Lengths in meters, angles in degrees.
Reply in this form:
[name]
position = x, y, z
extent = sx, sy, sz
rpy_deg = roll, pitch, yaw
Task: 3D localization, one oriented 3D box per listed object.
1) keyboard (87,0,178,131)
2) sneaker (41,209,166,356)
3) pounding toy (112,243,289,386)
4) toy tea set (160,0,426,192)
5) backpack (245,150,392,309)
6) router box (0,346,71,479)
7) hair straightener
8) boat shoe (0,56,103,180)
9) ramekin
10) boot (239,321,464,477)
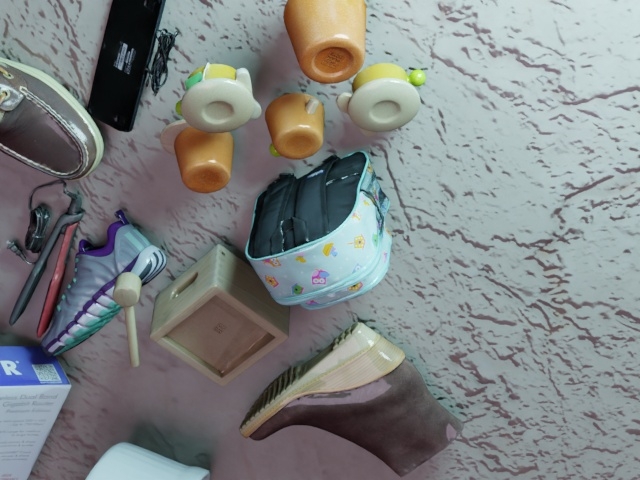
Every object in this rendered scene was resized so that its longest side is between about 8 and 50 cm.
[keyboard]
position = -0.221, -0.221, 1.682
extent = 0.100, 0.038, 0.192
rpy_deg = 32, 121, 21
[sneaker]
position = -0.303, 0.058, 1.815
extent = 0.223, 0.083, 0.098
rpy_deg = -41, 83, 19
[pounding toy]
position = -0.175, 0.087, 1.765
extent = 0.206, 0.094, 0.181
rpy_deg = 38, 120, -26
[toy tea set]
position = -0.055, -0.187, 1.637
extent = 0.336, 0.124, 0.200
rpy_deg = -20, 140, 16
[backpack]
position = 0.000, 0.000, 1.652
extent = 0.165, 0.188, 0.144
rpy_deg = -17, 111, 17
[router box]
position = -0.543, 0.277, 1.840
extent = 0.335, 0.082, 0.301
rpy_deg = 3, 128, -40
[hair straightener]
position = -0.374, 0.017, 1.811
extent = 0.089, 0.047, 0.230
rpy_deg = 21, 118, 0
[boat shoe]
position = -0.427, -0.175, 1.684
extent = 0.342, 0.123, 0.123
rpy_deg = 38, 117, -9
[ramekin]
position = -0.271, 0.409, 1.865
extent = 0.135, 0.277, 0.277
rpy_deg = 25, 118, 6
[boot]
position = 0.038, 0.245, 1.820
extent = 0.248, 0.090, 0.207
rpy_deg = -38, 102, 21
